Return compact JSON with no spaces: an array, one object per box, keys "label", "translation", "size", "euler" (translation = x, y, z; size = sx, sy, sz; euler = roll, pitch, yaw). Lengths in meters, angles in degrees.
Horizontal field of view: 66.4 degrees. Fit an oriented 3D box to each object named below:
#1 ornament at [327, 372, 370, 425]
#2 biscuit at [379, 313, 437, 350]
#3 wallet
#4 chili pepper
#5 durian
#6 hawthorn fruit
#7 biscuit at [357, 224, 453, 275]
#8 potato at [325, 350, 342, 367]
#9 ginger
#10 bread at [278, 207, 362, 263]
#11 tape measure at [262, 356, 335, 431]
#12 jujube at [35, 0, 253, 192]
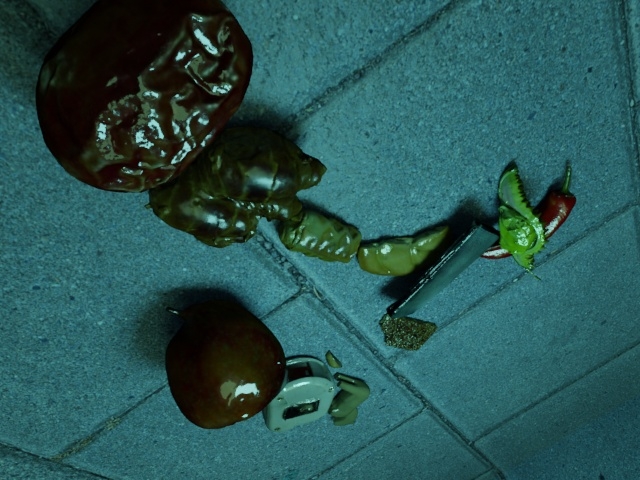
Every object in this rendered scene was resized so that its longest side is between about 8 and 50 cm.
[{"label":"ornament","translation":[0.086,0.590,1.769],"size":[0.244,0.061,0.230],"euler":[29,114,-33]},{"label":"biscuit","translation":[0.278,0.313,1.645],"size":[0.236,0.026,0.131],"euler":[17,118,-33]},{"label":"wallet","translation":[0.359,0.095,1.438],"size":[0.379,0.046,0.190],"euler":[-48,151,22]},{"label":"chili pepper","translation":[0.634,-0.046,1.457],"size":[0.137,0.092,0.368],"euler":[31,110,-31]},{"label":"durian","translation":[0.567,-0.029,1.376],"size":[0.132,0.107,0.375],"euler":[-11,113,18]},{"label":"hawthorn fruit","translation":[-0.249,0.315,1.280],"size":[0.308,0.325,0.308],"euler":[-9,174,-1]},{"label":"biscuit","translation":[0.245,0.042,1.401],"size":[0.299,0.045,0.154],"euler":[-13,132,-11]},{"label":"potato","translation":[0.040,0.404,1.617],"size":[0.036,0.037,0.093],"euler":[-28,133,8]},{"label":"ginger","translation":[-0.165,-0.103,1.045],"size":[0.357,0.152,0.274],"euler":[-31,132,6]},{"label":"bread","translation":[0.000,0.000,1.246],"size":[0.232,0.088,0.128],"euler":[23,124,-40]},{"label":"tape measure","translation":[-0.084,0.495,1.581],"size":[0.265,0.130,0.258],"euler":[-9,128,-16]},{"label":"jujube","translation":[-0.292,-0.255,0.813],"size":[0.377,0.276,0.276],"euler":[-47,130,2]}]
